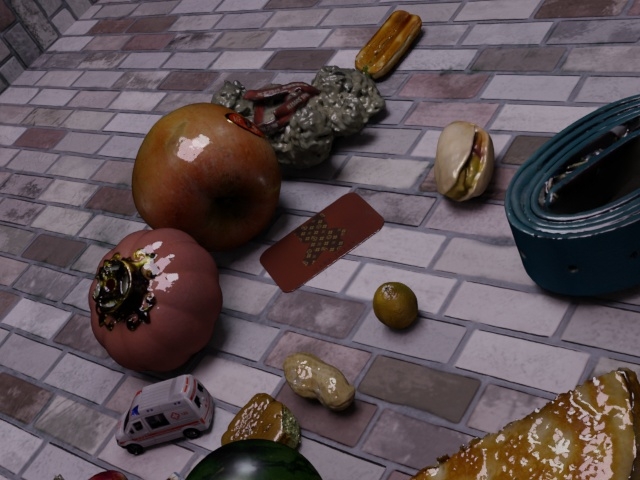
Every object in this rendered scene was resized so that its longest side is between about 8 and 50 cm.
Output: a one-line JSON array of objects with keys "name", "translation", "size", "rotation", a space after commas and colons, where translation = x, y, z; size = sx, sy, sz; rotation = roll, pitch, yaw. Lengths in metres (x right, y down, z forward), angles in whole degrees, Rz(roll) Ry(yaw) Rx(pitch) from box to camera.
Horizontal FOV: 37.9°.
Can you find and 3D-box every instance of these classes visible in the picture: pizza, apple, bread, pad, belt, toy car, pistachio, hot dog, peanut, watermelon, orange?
[{"name": "pizza", "translation": [0.270, 0.382, 1.320], "size": [0.406, 0.130, 0.440], "rotation": [-5, 52, 44]}, {"name": "apple", "translation": [-0.255, -0.149, 2.087], "size": [0.338, 0.338, 0.305], "rotation": [-32, 48, -1]}, {"name": "bread", "translation": [-0.101, 0.348, 1.646], "size": [0.128, 0.069, 0.140], "rotation": [16, 59, 43]}, {"name": "pad", "translation": [0.000, 0.000, 2.023], "size": [0.267, 0.004, 0.181], "rotation": [-35, 38, -6]}, {"name": "belt", "translation": [0.529, -0.086, 1.617], "size": [0.436, 0.173, 0.300], "rotation": [-37, 39, -9]}, {"name": "toy car", "translation": [-0.313, 0.329, 1.781], "size": [0.209, 0.108, 0.089], "rotation": [-18, 39, 17]}, {"name": "pistachio", "translation": [0.294, -0.157, 1.915], "size": [0.145, 0.117, 0.200], "rotation": [-50, 26, 46]}, {"name": "hot dog", "translation": [0.173, -0.498, 2.414], "size": [0.104, 0.076, 0.250], "rotation": [23, 64, 25]}, {"name": "peanut", "translation": [-0.005, 0.256, 1.680], "size": [0.174, 0.080, 0.080], "rotation": [23, 62, 45]}, {"name": "watermelon", "translation": [-0.101, 0.424, 1.422], "size": [0.242, 0.242, 0.242], "rotation": [-19, 39, 16]}, {"name": "orange", "translation": [0.137, 0.117, 1.721], "size": [0.085, 0.095, 0.085], "rotation": [-14, 39, 12]}]

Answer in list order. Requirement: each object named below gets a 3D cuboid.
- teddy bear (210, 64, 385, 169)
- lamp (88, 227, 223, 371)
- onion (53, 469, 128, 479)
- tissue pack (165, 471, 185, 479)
[{"name": "teddy bear", "translation": [-0.023, -0.329, 2.248], "size": [0.357, 0.224, 0.367], "rotation": [21, 55, 36]}, {"name": "lamp", "translation": [-0.351, 0.116, 1.908], "size": [0.305, 0.239, 0.305], "rotation": [-11, 68, 29]}, {"name": "onion", "translation": [-0.421, 0.464, 1.679], "size": [0.150, 0.140, 0.150], "rotation": [-32, 22, 14]}, {"name": "tissue pack", "translation": [-0.245, 0.461, 1.626], "size": [0.074, 0.059, 0.094], "rotation": [-43, 39, -18]}]
